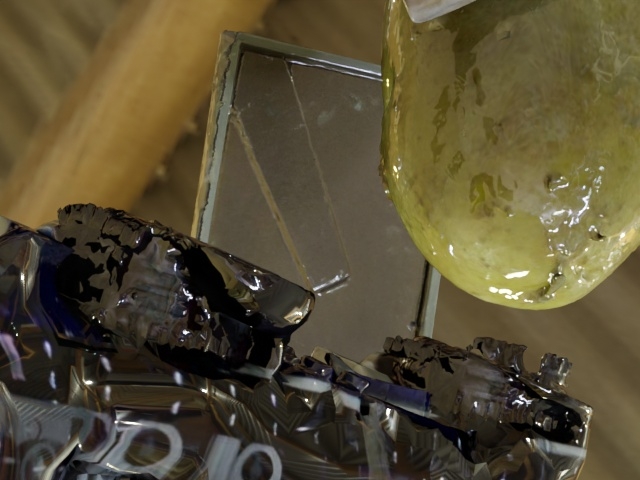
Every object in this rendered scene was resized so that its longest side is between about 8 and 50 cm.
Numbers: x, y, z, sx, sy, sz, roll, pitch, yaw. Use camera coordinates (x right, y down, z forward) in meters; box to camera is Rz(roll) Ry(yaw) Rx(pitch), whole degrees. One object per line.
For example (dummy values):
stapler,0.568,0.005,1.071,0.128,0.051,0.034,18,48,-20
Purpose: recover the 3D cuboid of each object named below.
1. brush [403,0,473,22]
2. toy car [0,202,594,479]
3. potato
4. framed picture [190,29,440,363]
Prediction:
brush,0.200,-0.229,1.307,0.321,0.050,0.060,-22,-96,5
toy car,-0.033,0.095,0.618,0.118,0.301,0.193,21,-92,47
potato,0.156,-0.127,1.411,0.269,0.219,0.359,24,-118,9
framed picture,0.000,0.000,1.641,0.024,0.232,0.315,1,-100,65
